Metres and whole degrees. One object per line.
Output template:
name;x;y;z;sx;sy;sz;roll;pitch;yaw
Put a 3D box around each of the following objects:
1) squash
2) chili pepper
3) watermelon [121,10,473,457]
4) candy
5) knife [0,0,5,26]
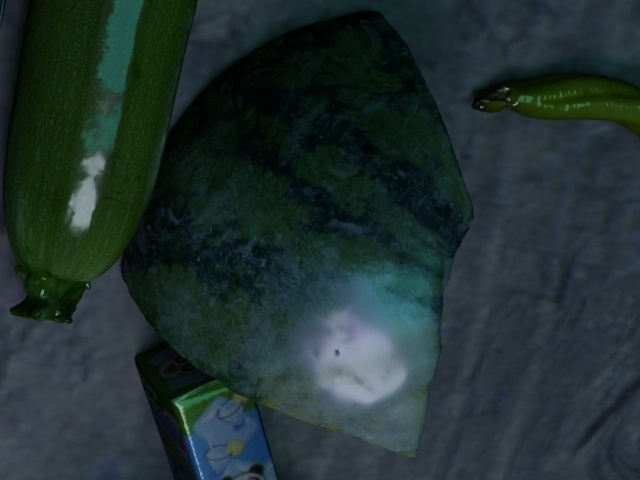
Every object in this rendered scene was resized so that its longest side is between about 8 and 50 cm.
squash;-0.135;-0.132;0.991;0.107;0.107;0.395;9;102;-27
chili pepper;0.212;-0.105;1.204;0.208;0.043;0.049;14;124;-23
watermelon;0.000;0.000;1.056;0.256;0.260;0.176;-38;132;8
candy;-0.068;0.170;1.117;0.062;0.097;0.194;-21;112;-15
knife;-0.221;-0.132;1.001;0.028;0.015;0.210;8;101;-21
